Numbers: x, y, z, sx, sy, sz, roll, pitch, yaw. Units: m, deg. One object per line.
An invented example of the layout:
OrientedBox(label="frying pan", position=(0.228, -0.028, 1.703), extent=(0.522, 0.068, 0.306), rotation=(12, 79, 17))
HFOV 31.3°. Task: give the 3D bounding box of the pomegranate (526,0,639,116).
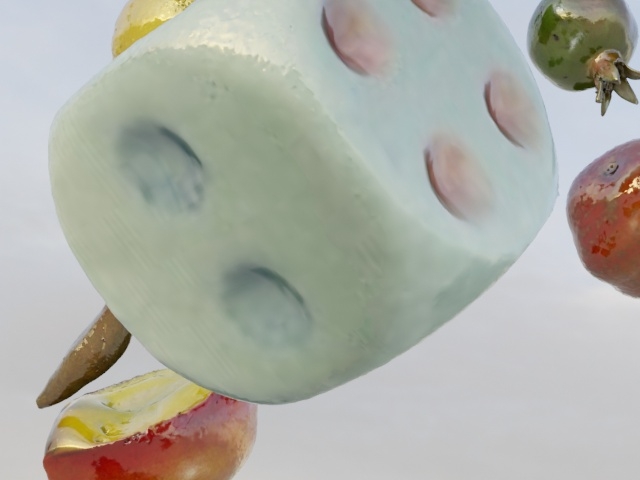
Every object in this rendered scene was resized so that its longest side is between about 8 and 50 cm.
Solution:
OrientedBox(label="pomegranate", position=(0.430, -0.303, 1.811), extent=(0.181, 0.224, 0.181), rotation=(-16, -39, -14))

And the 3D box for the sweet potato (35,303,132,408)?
OrientedBox(label="sweet potato", position=(-0.354, 0.182, 1.761), extent=(0.077, 0.243, 0.077), rotation=(35, 14, -10))

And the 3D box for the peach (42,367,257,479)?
OrientedBox(label="peach", position=(-0.277, 0.348, 1.882), extent=(0.380, 0.242, 0.306), rotation=(-14, 11, -27))

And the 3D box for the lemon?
OrientedBox(label="lemon", position=(-0.154, -0.222, 1.316), extent=(0.206, 0.173, 0.173), rotation=(-15, -31, 20))

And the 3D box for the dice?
OrientedBox(label="dice", position=(-0.011, -0.061, 0.827), extent=(0.265, 0.268, 0.262), rotation=(-28, -77, 40))

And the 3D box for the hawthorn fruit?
OrientedBox(label="hawthorn fruit", position=(0.581, -0.052, 2.033), extent=(0.275, 0.275, 0.299), rotation=(21, -56, -24))
